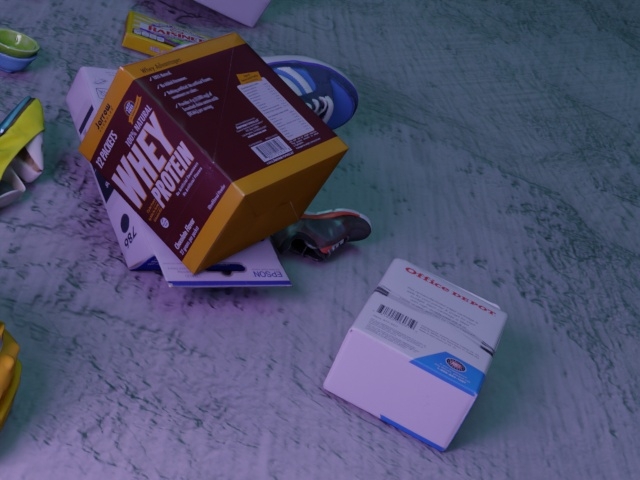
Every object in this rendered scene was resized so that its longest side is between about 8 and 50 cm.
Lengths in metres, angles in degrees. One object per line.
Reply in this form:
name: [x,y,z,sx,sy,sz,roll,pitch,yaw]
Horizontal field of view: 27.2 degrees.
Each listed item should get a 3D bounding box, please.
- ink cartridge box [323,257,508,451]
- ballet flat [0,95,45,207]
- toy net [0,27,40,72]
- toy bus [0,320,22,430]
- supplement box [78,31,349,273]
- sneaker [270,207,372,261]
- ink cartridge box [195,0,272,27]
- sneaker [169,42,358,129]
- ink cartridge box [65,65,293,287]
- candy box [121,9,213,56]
ink cartridge box: [0.108,0.118,1.434,0.148,0.086,0.203,27,26,6]
ballet flat: [-0.352,-0.087,1.473,0.077,0.077,0.231,43,28,-9]
toy net: [-0.488,-0.274,1.724,0.232,0.045,0.122,11,29,-23]
toy bus: [-0.337,0.046,1.070,0.220,0.211,0.149,22,25,-7]
supplement box: [-0.116,-0.100,1.437,0.194,0.129,0.191,46,39,13]
sneaker: [0.000,0.000,1.621,0.158,0.061,0.065,1,61,-36]
ink cartridge box: [-0.229,-0.510,2.208,0.307,0.129,0.223,44,16,31]
sneaker: [-0.053,-0.143,1.764,0.323,0.130,0.236,8,39,-36]
ink cartridge box: [-0.167,-0.058,1.511,0.165,0.065,0.332,3,48,-36]
candy box: [-0.199,-0.292,2.011,0.206,0.027,0.105,17,24,-14]
